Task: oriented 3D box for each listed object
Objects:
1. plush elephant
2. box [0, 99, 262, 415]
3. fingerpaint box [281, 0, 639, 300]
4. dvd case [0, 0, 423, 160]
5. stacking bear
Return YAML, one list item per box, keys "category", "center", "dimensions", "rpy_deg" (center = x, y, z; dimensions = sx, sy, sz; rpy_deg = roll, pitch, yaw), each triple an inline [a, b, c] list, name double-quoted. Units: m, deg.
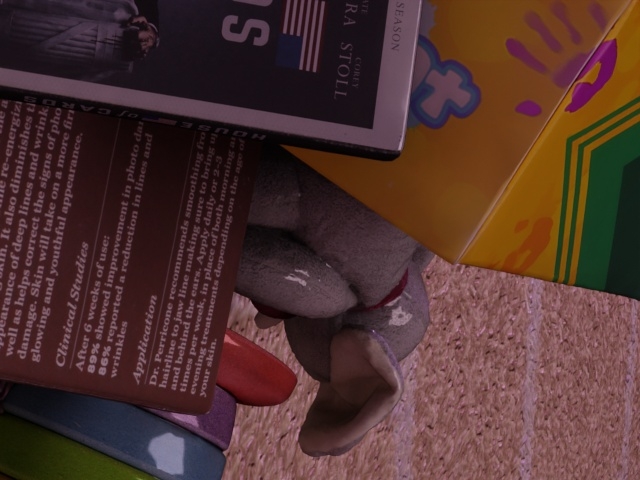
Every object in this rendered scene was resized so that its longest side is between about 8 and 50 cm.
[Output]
- category: "plush elephant"
  center: [0.000, 0.000, 1.257]
  dimensions: [0.272, 0.330, 0.255]
  rpy_deg: [-58, 167, -45]
- category: "box"
  center: [-0.195, -0.028, 0.845]
  dimensions: [0.381, 0.143, 0.191]
  rpy_deg: [23, 76, -59]
- category: "fingerpaint box"
  center: [0.011, -0.152, 0.984]
  dimensions: [0.163, 0.445, 0.371]
  rpy_deg: [-58, 158, 9]
- category: "dvd case"
  center: [-0.069, -0.141, 0.726]
  dimensions: [0.029, 0.239, 0.179]
  rpy_deg: [159, -61, -77]
- category: "stacking bear"
  center: [-0.155, 0.180, 1.077]
  dimensions: [0.164, 0.175, 0.289]
  rpy_deg: [66, 46, -74]
